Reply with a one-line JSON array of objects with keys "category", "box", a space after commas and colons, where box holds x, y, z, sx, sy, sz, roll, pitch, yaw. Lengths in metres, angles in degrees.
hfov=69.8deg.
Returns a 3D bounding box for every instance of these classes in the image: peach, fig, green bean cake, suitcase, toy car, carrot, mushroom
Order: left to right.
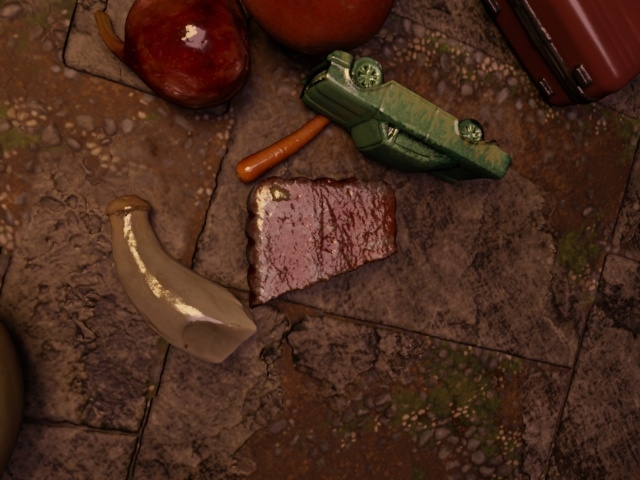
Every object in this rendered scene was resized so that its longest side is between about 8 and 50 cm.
[{"category": "mushroom", "box": [-0.218, 0.061, 0.655, 0.118, 0.103, 0.270, -44, 97, -7]}, {"category": "fig", "box": [-0.199, -0.257, 0.614, 0.207, 0.175, 0.175, -11, 97, 2]}, {"category": "carrot", "box": [-0.049, -0.149, 0.716, 0.190, 0.037, 0.037, -35, 101, -13]}, {"category": "peach", "box": [-0.001, -0.375, 0.599, 0.252, 0.252, 0.252, -1, 94, -14]}, {"category": "green bean cake", "box": [0.000, 0.000, 0.704, 0.233, 0.097, 0.198, -5, 94, -14]}, {"category": "toy car", "box": [0.124, -0.165, 0.689, 0.321, 0.141, 0.097, 23, 86, -19]}, {"category": "suitcase", "box": [0.424, -0.395, 0.749, 0.236, 0.161, 0.297, -41, 102, -8]}]

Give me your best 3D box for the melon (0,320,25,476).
[{"category": "melon", "box": [-0.490, 0.201, 0.510, 0.268, 0.268, 0.330, 12, 83, -15]}]
